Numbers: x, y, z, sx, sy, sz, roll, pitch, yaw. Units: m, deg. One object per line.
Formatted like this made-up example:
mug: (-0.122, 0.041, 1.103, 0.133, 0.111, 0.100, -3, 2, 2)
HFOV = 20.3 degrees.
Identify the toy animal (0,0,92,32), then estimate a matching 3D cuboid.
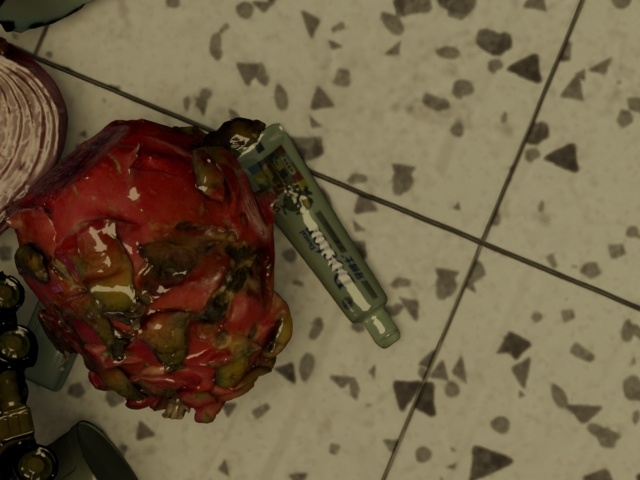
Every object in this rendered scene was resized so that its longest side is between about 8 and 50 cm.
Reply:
toy animal: (-0.280, -0.315, 1.778, 0.166, 0.138, 0.179, -22, 82, -12)

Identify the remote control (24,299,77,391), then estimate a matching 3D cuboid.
remote control: (-0.265, 0.073, 1.845, 0.061, 0.029, 0.162, 23, 96, 3)

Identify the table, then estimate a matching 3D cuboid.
table: (-0.298, 0.295, 1.815, 0.220, 0.126, 0.126, -34, 89, 7)

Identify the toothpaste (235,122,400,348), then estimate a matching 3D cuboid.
toothpaste: (0.000, 0.000, 1.806, 0.067, 0.037, 0.255, -35, 85, 8)

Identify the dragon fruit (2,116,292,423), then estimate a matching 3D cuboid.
dragon fruit: (-0.147, 0.031, 1.729, 0.269, 0.250, 0.291, -42, 104, -16)

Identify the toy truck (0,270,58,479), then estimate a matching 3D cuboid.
toy truck: (-0.328, 0.161, 1.714, 0.127, 0.127, 0.257, -9, 63, -22)

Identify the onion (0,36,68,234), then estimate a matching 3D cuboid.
onion: (-0.389, -0.083, 1.804, 0.227, 0.120, 0.283, 35, 94, 2)
